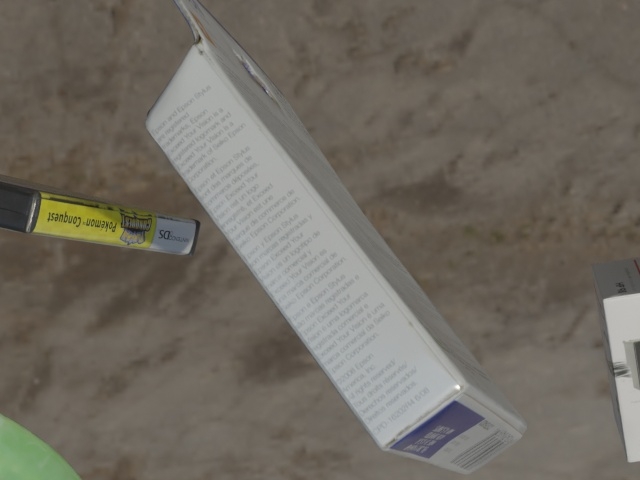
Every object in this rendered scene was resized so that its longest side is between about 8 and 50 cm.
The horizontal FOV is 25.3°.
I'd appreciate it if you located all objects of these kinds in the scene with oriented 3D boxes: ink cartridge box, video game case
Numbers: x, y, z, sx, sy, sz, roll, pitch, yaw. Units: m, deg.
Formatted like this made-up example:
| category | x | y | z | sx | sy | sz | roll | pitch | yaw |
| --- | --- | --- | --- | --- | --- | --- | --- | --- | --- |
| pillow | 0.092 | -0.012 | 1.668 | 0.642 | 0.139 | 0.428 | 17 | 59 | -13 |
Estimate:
| category | x | y | z | sx | sy | sz | roll | pitch | yaw |
| --- | --- | --- | --- | --- | --- | --- | --- | --- | --- |
| ink cartridge box | 0.265 | 0.078 | 1.178 | 0.060 | 0.180 | 0.104 | -10 | -166 | 8 |
| video game case | -0.276 | -0.038 | 1.182 | 0.275 | 0.035 | 0.248 | 13 | -179 | 24 |
| ink cartridge box | 0.000 | 0.000 | 0.635 | 0.045 | 0.224 | 0.223 | -37 | 162 | 5 |

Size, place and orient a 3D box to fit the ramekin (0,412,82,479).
| category | x | y | z | sx | sy | sz | roll | pitch | yaw |
| --- | --- | --- | --- | --- | --- | --- | --- | --- | --- |
| ramekin | -0.322 | 0.212 | 0.971 | 0.304 | 0.148 | 0.303 | 10 | 146 | 6 |
